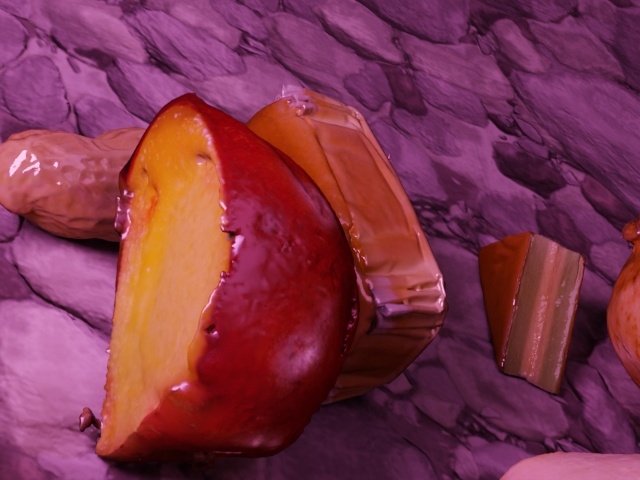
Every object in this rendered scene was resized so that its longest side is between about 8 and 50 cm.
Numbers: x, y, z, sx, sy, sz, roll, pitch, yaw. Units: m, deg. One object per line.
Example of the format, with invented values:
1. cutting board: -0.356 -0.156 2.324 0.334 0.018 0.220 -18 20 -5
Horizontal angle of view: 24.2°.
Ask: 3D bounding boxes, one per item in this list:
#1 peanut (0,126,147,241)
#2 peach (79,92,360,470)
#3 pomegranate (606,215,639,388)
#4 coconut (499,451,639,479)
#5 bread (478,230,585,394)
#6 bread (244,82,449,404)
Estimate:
1. peanut: -0.159 -0.043 1.133 0.194 0.093 0.083 11 4 -37
2. peach: -0.053 0.024 1.041 0.154 0.159 0.267 24 56 -38
3. pomegranate: 0.377 0.057 1.383 0.248 0.248 0.248 24 37 -19
4. coconut: 0.212 0.278 0.892 0.352 0.352 0.353 24 37 -19
5. bread: 0.183 0.072 1.373 0.074 0.084 0.139 22 69 -22
6. bread: 0.000 0.000 1.186 0.107 0.136 0.241 8 46 -36
